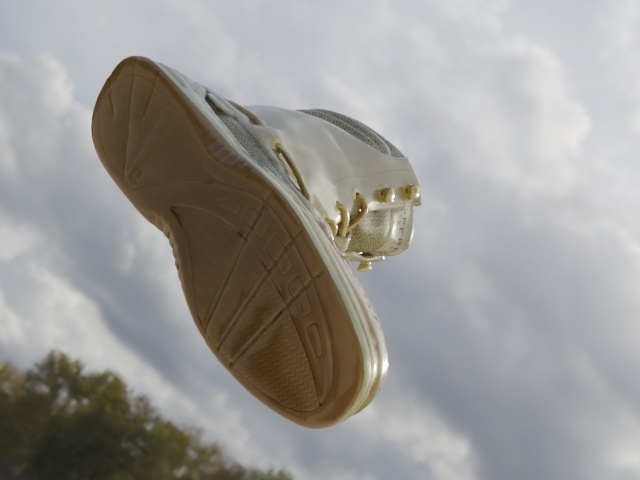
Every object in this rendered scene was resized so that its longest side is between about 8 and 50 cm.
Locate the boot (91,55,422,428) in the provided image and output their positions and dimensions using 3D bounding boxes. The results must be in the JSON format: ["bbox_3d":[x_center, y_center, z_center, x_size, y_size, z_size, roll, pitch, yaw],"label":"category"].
[{"bbox_3d":[0.000,0.000,0.787,0.203,0.095,0.262,8,35,-49],"label":"boot"}]
